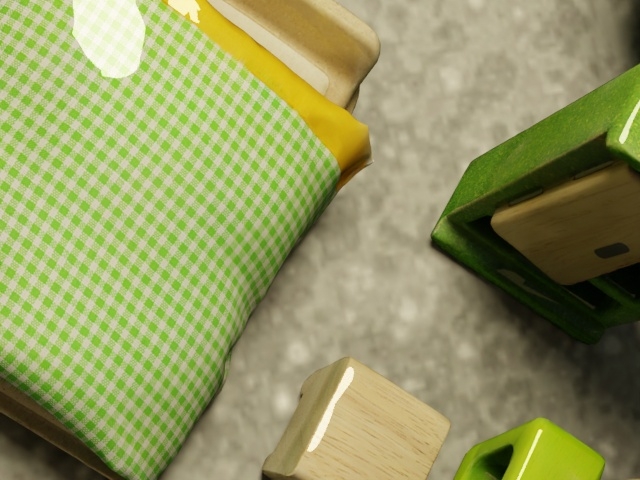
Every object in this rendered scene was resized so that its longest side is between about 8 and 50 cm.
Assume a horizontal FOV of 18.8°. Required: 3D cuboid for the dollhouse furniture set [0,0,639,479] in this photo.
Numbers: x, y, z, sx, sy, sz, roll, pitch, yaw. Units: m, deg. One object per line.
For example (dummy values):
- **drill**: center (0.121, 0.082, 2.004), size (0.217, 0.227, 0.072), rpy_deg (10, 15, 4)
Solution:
- **dollhouse furniture set**: center (0.000, 0.000, 0.681), size (0.301, 0.151, 0.197), rpy_deg (33, 69, -14)
